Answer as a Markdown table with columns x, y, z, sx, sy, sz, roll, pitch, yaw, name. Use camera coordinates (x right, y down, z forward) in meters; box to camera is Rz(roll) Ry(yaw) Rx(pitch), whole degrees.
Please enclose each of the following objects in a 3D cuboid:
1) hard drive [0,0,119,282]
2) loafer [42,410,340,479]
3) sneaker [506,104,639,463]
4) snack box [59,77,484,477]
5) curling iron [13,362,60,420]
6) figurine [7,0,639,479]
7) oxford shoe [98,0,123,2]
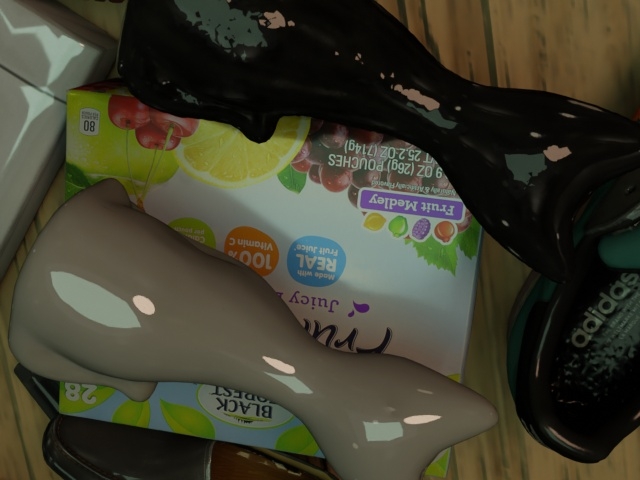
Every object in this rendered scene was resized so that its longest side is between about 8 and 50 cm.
| x | y | z | sx | sy | sz | roll | pitch | yaw | name |
| --- | --- | --- | --- | --- | --- | --- | --- | --- | --- |
| -0.293 | -0.018 | 0.577 | 0.233 | 0.047 | 0.353 | 32 | 108 | 0 | hard drive |
| -0.065 | 0.120 | 0.553 | 0.170 | 0.062 | 0.061 | 17 | 140 | -8 | loafer |
| 0.182 | -0.027 | 0.450 | 0.108 | 0.121 | 0.302 | 27 | 108 | 2 | sneaker |
| -0.024 | 0.016 | 0.525 | 0.207 | 0.070 | 0.174 | 9 | 106 | 9 | snack box |
| -0.074 | 0.164 | 0.597 | 0.274 | 0.035 | 0.068 | 43 | 87 | 2 | curling iron |
| 0.000 | 0.000 | 0.433 | 0.209 | 0.092 | 0.214 | 27 | 106 | 3 | figurine |
| -0.158 | -0.205 | 0.466 | 0.348 | 0.123 | 0.130 | 12 | 67 | -10 | oxford shoe |
